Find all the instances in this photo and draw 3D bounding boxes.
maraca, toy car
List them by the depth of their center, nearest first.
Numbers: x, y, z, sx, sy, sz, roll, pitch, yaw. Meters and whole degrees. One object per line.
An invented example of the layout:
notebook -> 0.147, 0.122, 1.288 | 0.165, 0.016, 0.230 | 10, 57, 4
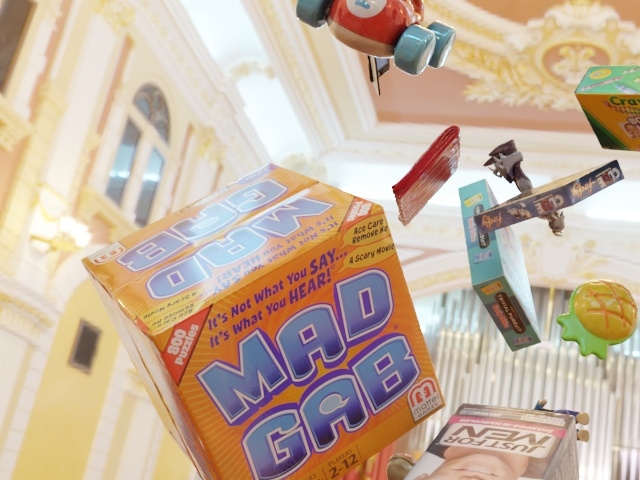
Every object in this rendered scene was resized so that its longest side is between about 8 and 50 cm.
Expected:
toy car -> 0.118, -0.414, 1.322 | 0.219, 0.238, 0.210 | 29, 26, 15
maraca -> 0.498, 0.138, 1.524 | 0.127, 0.186, 0.099 | 40, -36, 18

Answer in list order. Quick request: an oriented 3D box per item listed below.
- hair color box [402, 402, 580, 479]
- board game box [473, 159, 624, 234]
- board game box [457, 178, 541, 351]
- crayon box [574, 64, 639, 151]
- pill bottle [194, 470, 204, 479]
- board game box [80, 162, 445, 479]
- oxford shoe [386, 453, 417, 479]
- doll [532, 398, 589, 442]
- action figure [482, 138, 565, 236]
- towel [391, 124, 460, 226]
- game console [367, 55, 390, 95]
hair color box -> 0.207, 0.337, 1.090 | 0.174, 0.105, 0.347 | 0, 17, 29
board game box -> 0.434, -0.081, 1.633 | 0.165, 0.042, 0.243 | -24, 1, -33
board game box -> 0.425, 0.054, 2.025 | 0.079, 0.336, 0.253 | -21, -51, 20
crayon box -> 0.646, -0.249, 1.615 | 0.278, 0.081, 0.165 | 12, -29, 48
pill bottle -> -0.181, 0.543, 2.080 | 0.210, 0.362, 0.210 | 25, 2, -1
board game box -> -0.091, 0.140, 1.302 | 0.356, 0.356, 0.356 | 27, -38, 57
oxford shoe -> 0.236, 0.687, 2.039 | 0.123, 0.348, 0.130 | -30, -9, 38
doll -> 0.528, 0.430, 1.958 | 0.046, 0.129, 0.189 | 8, -11, -35
action figure -> 0.548, -0.124, 2.234 | 0.099, 0.285, 0.185 | -36, -14, 6
towel -> 0.231, -0.136, 1.839 | 0.031, 0.199, 0.275 | 42, -3, 14
game console -> 0.157, -0.452, 2.171 | 0.071, 0.107, 0.122 | 33, -30, 34
